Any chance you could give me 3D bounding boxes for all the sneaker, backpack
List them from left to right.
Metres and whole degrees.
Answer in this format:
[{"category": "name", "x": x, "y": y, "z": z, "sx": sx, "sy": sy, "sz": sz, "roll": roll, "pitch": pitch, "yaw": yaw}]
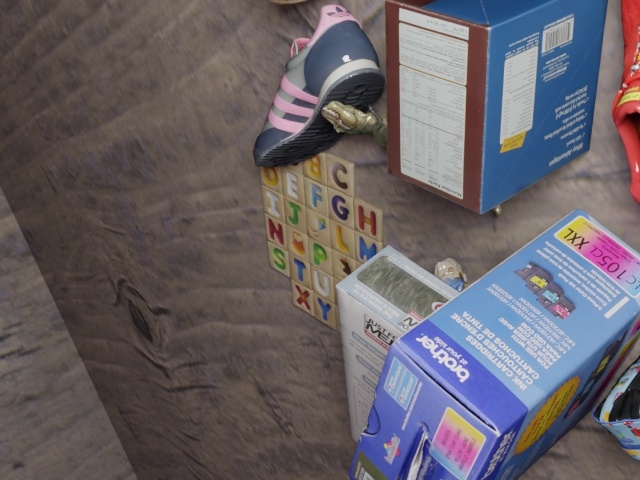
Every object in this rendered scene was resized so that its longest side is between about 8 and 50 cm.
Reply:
[{"category": "sneaker", "x": -0.016, "y": -0.212, "z": 1.333, "sx": 0.319, "sy": 0.112, "sz": 0.131, "roll": -37, "pitch": 66, "yaw": 54}, {"category": "sneaker", "x": 0.326, "y": -0.158, "z": 0.879, "sx": 0.107, "sy": 0.118, "sz": 0.279, "roll": 9, "pitch": 121, "yaw": 49}, {"category": "backpack", "x": 0.388, "y": 0.179, "z": 0.992, "sx": 0.158, "sy": 0.173, "sz": 0.117, "roll": -24, "pitch": 94, "yaw": 56}]

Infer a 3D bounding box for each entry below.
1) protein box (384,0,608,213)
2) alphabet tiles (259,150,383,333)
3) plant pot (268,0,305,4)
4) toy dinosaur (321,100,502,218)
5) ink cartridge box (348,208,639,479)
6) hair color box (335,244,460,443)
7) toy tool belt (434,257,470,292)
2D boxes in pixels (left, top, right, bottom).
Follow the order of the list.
[{"category": "protein box", "x": 0.185, "y": -0.171, "z": 0.985, "sx": 0.136, "sy": 0.199, "sz": 0.201, "roll": 29, "pitch": 135, "yaw": 39}, {"category": "alphabet tiles", "x": 0.000, "y": 0.000, "z": 1.527, "sx": 0.285, "sy": 0.011, "sz": 0.343, "roll": 28, "pitch": 134, "yaw": 40}, {"category": "plant pot", "x": -0.037, "y": -0.412, "z": 1.157, "sx": 0.165, "sy": 0.167, "sz": 0.167, "roll": 62, "pitch": 147, "yaw": 14}, {"category": "toy dinosaur", "x": 0.136, "y": -0.143, "z": 1.192, "sx": 0.268, "sy": 0.064, "sz": 0.118, "roll": 30, "pitch": 121, "yaw": 15}, {"category": "ink cartridge box", "x": 0.190, "y": 0.174, "z": 1.051, "sx": 0.151, "sy": 0.395, "sz": 0.270, "roll": 42, "pitch": 142, "yaw": 27}, {"category": "hair color box", "x": 0.134, "y": 0.207, "z": 1.358, "sx": 0.185, "sy": 0.113, "sz": 0.375, "roll": 35, "pitch": 148, "yaw": 34}, {"category": "toy tool belt", "x": 0.183, "y": 0.068, "z": 1.297, "sx": 0.051, "sy": 0.052, "sz": 0.083, "roll": 42, "pitch": 143, "yaw": 41}]
